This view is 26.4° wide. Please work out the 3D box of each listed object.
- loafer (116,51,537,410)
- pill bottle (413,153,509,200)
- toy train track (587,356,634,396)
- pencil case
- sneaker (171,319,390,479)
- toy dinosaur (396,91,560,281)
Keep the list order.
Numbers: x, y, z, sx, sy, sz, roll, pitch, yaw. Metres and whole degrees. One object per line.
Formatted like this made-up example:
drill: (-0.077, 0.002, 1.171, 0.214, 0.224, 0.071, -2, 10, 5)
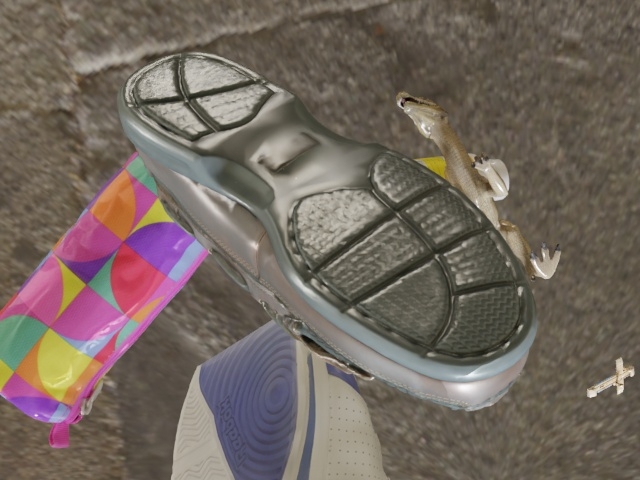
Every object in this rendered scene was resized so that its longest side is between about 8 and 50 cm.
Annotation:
loafer: (0.000, 0.000, 0.652, 0.096, 0.084, 0.267, -29, 49, -26)
pill bottle: (0.094, -0.040, 0.993, 0.083, 0.043, 0.043, -7, 77, -20)
toy train track: (0.363, 0.176, 1.687, 0.083, 0.014, 0.048, -21, 114, -33)
pencil case: (-0.157, 0.033, 1.022, 0.104, 0.104, 0.236, 38, 92, 12)
sneaker: (0.021, 0.212, 0.855, 0.127, 0.182, 0.315, -29, 58, 34)
toy dinosaur: (0.088, 0.001, 0.744, 0.053, 0.183, 0.092, -20, 33, -9)
